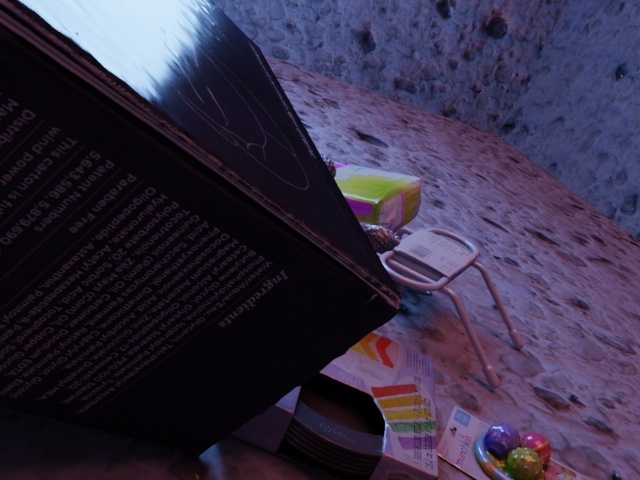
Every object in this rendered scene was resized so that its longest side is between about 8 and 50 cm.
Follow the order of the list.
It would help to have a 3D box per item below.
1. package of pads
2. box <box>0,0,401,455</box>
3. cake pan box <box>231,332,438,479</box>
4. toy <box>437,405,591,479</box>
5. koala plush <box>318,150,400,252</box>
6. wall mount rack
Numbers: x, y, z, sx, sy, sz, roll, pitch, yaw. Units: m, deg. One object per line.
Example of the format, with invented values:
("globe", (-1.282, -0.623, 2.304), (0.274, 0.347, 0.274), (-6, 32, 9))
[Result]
("package of pads", (0.066, -0.084, 1.383), (0.229, 0.101, 0.296), (13, 19, 20))
("box", (-0.229, -0.110, 0.653), (0.471, 0.297, 0.480), (35, 22, -47))
("cake pan box", (0.022, 0.190, 0.853), (0.245, 0.070, 0.267), (23, 23, 0))
("toy", (0.281, 0.293, 0.901), (0.237, 0.056, 0.137), (30, 22, 13))
("koala plush", (0.000, 0.000, 1.039), (0.196, 0.203, 0.221), (-35, 39, -25))
("wall mount rack", (0.220, 0.095, 1.197), (0.304, 0.131, 0.350), (29, 23, 19))
